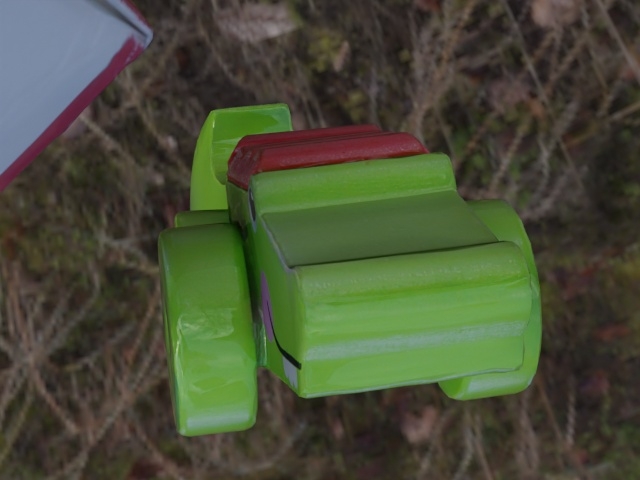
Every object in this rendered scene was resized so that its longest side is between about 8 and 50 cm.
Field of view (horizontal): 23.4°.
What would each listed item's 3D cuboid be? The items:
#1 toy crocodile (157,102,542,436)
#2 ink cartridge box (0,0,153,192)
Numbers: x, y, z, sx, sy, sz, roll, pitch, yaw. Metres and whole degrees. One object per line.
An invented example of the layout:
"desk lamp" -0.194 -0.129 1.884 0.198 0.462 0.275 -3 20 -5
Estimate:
"toy crocodile" 0.000 0.000 0.546 0.115 0.105 0.340 -6 -176 -5
"ink cartridge box" -0.220 -0.090 0.364 0.226 0.306 0.131 -43 154 10
